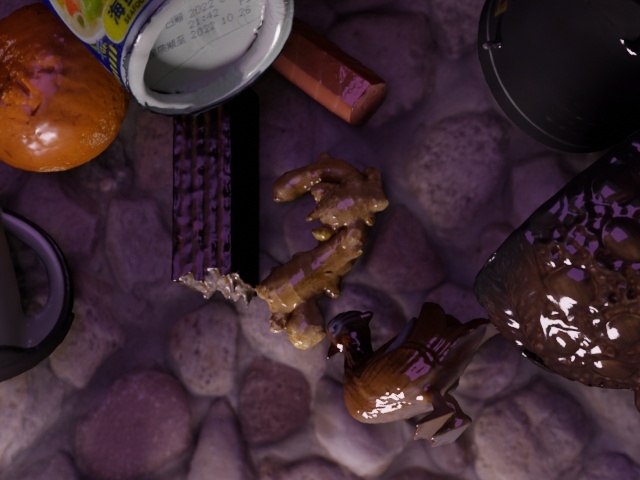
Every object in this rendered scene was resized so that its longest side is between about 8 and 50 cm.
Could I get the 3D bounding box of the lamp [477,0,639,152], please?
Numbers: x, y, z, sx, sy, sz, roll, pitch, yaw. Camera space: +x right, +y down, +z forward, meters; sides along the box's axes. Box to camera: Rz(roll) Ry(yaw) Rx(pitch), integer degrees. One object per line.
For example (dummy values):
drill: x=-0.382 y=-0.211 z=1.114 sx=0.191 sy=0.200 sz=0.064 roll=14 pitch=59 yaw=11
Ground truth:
lamp: x=0.271 y=-0.207 z=1.511 sx=0.272 sy=0.374 sz=0.205 roll=-14 pitch=63 yaw=44

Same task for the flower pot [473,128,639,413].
flower pot: x=0.319 y=0.063 z=1.458 sx=0.266 sy=0.266 sz=0.267 roll=-40 pitch=78 yaw=7

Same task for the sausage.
sausage: x=-0.009 y=-0.194 z=1.733 sx=0.169 sy=0.065 sz=0.065 roll=38 pitch=91 yaw=22

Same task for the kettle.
kettle: x=-0.390 y=0.046 z=1.772 sx=0.221 sy=0.161 sz=0.236 roll=-14 pitch=70 yaw=-16

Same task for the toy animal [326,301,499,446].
toy animal: x=0.098 y=0.111 z=1.610 sx=0.188 sy=0.089 sz=0.179 roll=-39 pitch=58 yaw=9

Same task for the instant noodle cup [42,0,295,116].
instant noodle cup: x=-0.183 y=-0.299 z=1.644 sx=0.284 sy=0.284 sz=0.312 roll=-40 pitch=61 yaw=7

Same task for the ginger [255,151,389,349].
ginger: x=0.000 y=0.000 z=1.686 sx=0.176 sy=0.052 sz=0.193 roll=-32 pitch=67 yaw=16

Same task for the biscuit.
biscuit: x=-0.110 y=-0.056 z=1.711 sx=0.070 sy=0.106 sz=0.252 roll=-5 pitch=76 yaw=15

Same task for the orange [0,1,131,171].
orange: x=-0.300 y=-0.169 z=1.780 sx=0.193 sy=0.161 sz=0.193 roll=-9 pitch=72 yaw=31
